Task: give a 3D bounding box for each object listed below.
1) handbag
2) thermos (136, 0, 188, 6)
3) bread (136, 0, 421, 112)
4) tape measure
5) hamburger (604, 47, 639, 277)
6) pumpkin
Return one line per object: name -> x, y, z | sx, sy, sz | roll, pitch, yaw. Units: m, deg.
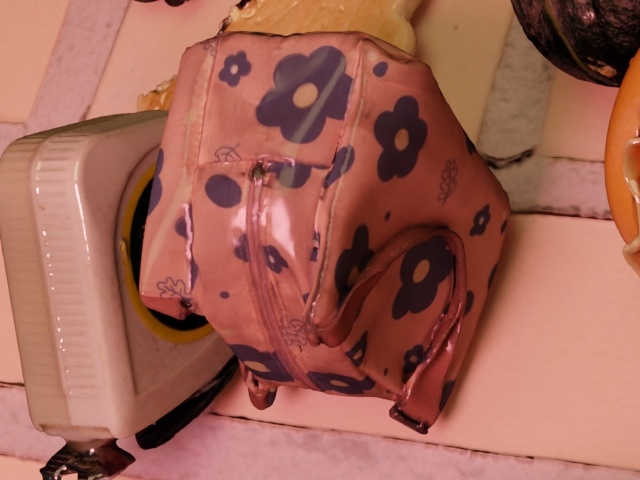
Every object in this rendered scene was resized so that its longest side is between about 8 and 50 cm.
handbag -> 0.000, 0.000, 1.205 | 0.190, 0.251, 0.193 | 3, 68, 24
thermos -> -0.163, -0.258, 1.530 | 0.073, 0.083, 0.187 | -31, 53, -19
bread -> -0.018, -0.135, 1.417 | 0.251, 0.039, 0.182 | -47, 55, -3
tape measure -> -0.129, 0.029, 1.303 | 0.115, 0.207, 0.235 | 0, 103, 34
hamburger -> 0.289, -0.051, 1.078 | 0.274, 0.274, 0.212 | -51, 47, -6
pumpkin -> 0.229, -0.194, 1.231 | 0.221, 0.162, 0.220 | -23, 22, 10
